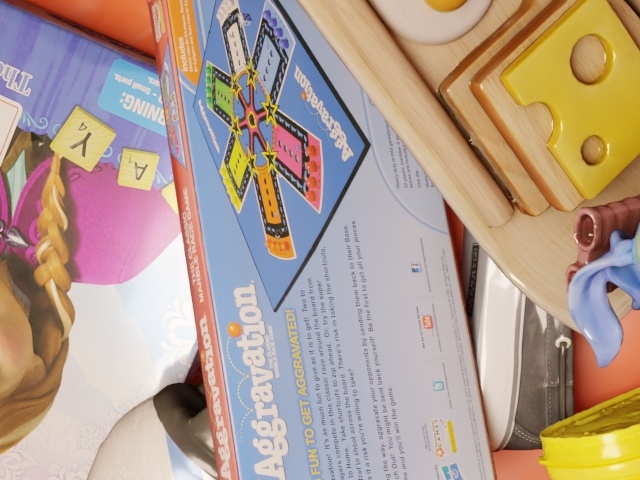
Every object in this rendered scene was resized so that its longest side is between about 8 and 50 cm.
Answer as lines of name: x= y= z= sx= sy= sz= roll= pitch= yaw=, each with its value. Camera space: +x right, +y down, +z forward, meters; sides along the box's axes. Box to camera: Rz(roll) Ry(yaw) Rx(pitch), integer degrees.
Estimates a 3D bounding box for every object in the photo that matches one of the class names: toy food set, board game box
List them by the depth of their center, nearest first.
toy food set: x=0.119 y=-0.133 z=0.819 sx=0.220 sy=0.092 sz=0.306 roll=-43 pitch=113 yaw=-13
board game box: x=0.000 y=0.000 z=0.890 sx=0.145 sy=0.027 sz=0.281 roll=-1 pitch=74 yaw=-28
board game box: x=-0.212 y=0.017 z=0.990 sx=0.319 sy=0.066 sz=0.318 roll=23 pitch=98 yaw=8

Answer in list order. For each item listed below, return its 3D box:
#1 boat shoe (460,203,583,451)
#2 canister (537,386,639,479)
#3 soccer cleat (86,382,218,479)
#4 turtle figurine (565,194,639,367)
boat shoe: x=0.120 y=0.002 z=0.926 sx=0.076 sy=0.080 sz=0.228 roll=6 pitch=91 yaw=-10
canister: x=0.191 y=0.163 z=0.901 sx=0.073 sy=0.126 sz=0.170 roll=-11 pitch=96 yaw=56
soccer cleat: x=0.013 y=0.209 z=0.930 sx=0.331 sy=0.116 sz=0.143 roll=38 pitch=105 yaw=-4
turtle figurine: x=0.270 y=0.020 z=0.776 sx=0.275 sy=0.266 sz=0.197 roll=-31 pitch=68 yaw=21
